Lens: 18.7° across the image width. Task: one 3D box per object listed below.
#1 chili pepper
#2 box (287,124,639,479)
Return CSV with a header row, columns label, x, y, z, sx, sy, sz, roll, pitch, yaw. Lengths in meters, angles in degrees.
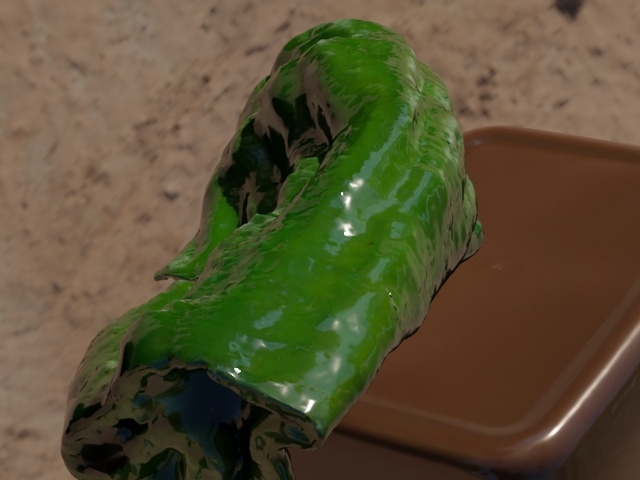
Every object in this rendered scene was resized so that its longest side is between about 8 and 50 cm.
label,x,y,z,sx,sy,sz,roll,pitch,yaw
chili pepper,-0.001,0.001,0.560,0.083,0.099,0.253,48,23,-9
box,0.120,0.109,1.194,0.339,0.239,0.229,-45,136,-41
